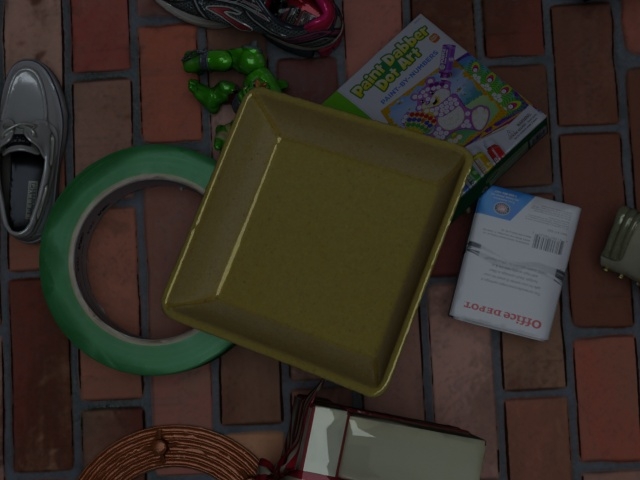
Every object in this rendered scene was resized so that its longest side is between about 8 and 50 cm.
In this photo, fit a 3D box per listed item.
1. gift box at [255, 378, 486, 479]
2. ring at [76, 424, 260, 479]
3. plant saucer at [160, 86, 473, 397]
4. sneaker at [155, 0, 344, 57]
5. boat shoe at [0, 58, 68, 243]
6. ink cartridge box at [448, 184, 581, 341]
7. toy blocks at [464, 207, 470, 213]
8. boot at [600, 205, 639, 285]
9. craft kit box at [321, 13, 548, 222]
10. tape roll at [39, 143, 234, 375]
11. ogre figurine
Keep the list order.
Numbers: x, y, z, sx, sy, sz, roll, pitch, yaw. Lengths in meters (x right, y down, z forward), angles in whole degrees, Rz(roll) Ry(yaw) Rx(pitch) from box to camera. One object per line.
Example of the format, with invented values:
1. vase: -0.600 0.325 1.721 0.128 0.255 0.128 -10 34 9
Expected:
1. gift box: 0.051 0.313 1.502 0.258 0.255 0.276 11 80 -6
2. ring: -0.205 0.428 1.605 0.337 0.032 0.336 0 85 3
3. plant saucer: 0.000 0.000 1.497 0.333 0.081 0.332 19 83 21
4. sneaker: -0.107 -0.355 1.623 0.299 0.112 0.120 17 86 4
5. boat shoe: -0.419 -0.131 1.630 0.096 0.088 0.267 4 86 3
6. ink cartridge box: 0.266 0.032 1.590 0.140 0.082 0.190 15 88 4
7. toy blocks: 0.118 -0.055 1.617 0.148 0.054 0.123 -29 84 0
8. boot: 0.465 0.064 1.574 0.165 0.077 0.213 23 130 32
9. craft kit box: 0.138 -0.152 1.581 0.250 0.061 0.247 -44 64 -7
10. tape roll: -0.228 0.028 1.615 0.321 0.077 0.321 0 86 3
11. ogre figurine: -0.108 -0.197 1.624 0.118 0.097 0.197 -28 69 18
